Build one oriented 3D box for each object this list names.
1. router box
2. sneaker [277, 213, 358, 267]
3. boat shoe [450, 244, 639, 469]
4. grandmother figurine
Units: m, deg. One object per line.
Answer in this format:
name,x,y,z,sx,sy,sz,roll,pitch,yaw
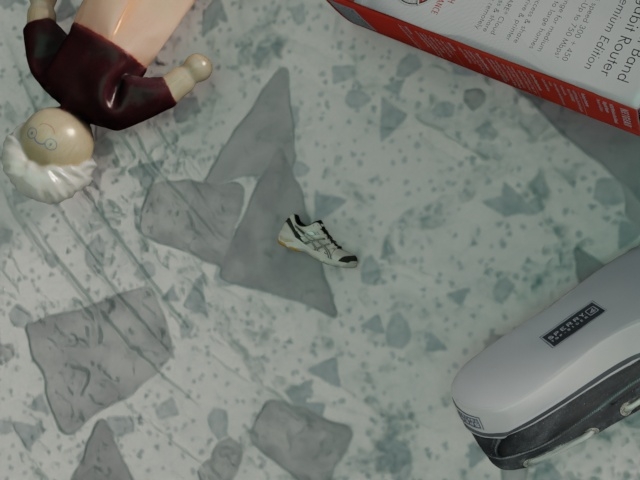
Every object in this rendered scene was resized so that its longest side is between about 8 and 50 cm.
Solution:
router box,0.203,-0.301,0.626,0.301,0.082,0.335,29,95,26
sneaker,0.000,0.000,0.726,0.083,0.032,0.037,22,94,12
boat shoe,0.260,0.094,0.636,0.301,0.108,0.102,-32,115,-2
grandmother figurine,-0.212,-0.195,0.746,0.207,0.104,0.342,28,92,20
